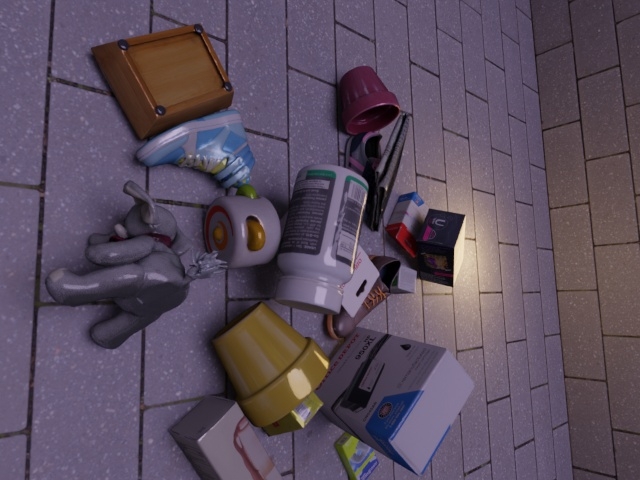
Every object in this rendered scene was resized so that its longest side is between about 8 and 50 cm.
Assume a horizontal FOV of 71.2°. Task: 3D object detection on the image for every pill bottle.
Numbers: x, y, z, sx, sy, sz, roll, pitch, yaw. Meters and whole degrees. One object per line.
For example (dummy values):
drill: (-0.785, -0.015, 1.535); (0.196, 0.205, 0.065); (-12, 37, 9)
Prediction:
pill bottle: (0.000, 0.000, 1.180); (0.204, 0.204, 0.361); (25, 70, -37)

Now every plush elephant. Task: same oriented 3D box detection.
plush elephant: (-0.397, 0.026, 0.972); (0.330, 0.255, 0.272); (-24, 146, -9)

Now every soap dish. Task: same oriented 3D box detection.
soap dish: (-0.374, -0.412, 1.123); (0.291, 0.118, 0.229); (-36, 108, -38)

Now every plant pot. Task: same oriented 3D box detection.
plant pot: (-0.143, 0.298, 1.153); (0.254, 0.254, 0.239); (-39, 95, -38)
plant pot: (0.156, -0.497, 1.570); (0.201, 0.201, 0.180); (-7, 72, -42)

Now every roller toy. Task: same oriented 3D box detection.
roller toy: (-0.209, -0.021, 1.159); (0.146, 0.191, 0.209); (-7, 52, -41)

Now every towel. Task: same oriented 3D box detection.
towel: (0.232, -0.230, 1.568); (0.312, 0.056, 0.324); (88, 21, -63)

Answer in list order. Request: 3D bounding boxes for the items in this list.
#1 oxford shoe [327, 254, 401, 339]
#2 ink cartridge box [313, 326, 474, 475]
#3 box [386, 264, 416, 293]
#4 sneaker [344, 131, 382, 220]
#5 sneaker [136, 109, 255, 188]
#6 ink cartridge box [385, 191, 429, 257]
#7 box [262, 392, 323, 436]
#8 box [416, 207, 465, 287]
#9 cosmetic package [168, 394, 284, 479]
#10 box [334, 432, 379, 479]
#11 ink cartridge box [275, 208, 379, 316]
oxford shoe: (0.147, 0.177, 1.485); (0.130, 0.133, 0.363); (53, 54, -25)
ink cartridge box: (0.183, 0.429, 1.282); (0.285, 0.395, 0.166); (-48, 113, -24)
box: (0.280, 0.144, 1.630); (0.102, 0.101, 0.087); (21, 70, -38)
sneaker: (0.156, -0.228, 1.556); (0.112, 0.131, 0.319); (5, 81, -41)
sneaker: (-0.294, -0.204, 1.159); (0.319, 0.127, 0.208); (-34, 105, -38)
ink cartridge box: (0.337, -0.057, 1.726); (0.134, 0.078, 0.231); (44, 57, -27)
box: (-0.084, 0.454, 1.172); (0.058, 0.232, 0.087); (49, 53, 1)
box: (0.461, 0.032, 1.707); (0.165, 0.143, 0.270); (-62, 152, -30)
cosmetic package: (-0.219, 0.543, 1.098); (0.129, 0.153, 0.296); (-39, 111, -40)
box: (0.123, 0.701, 1.449); (0.109, 0.042, 0.178); (-32, 104, -39)
ink cartridge box: (0.013, 0.055, 1.394); (0.353, 0.119, 0.207); (51, 56, -22)
